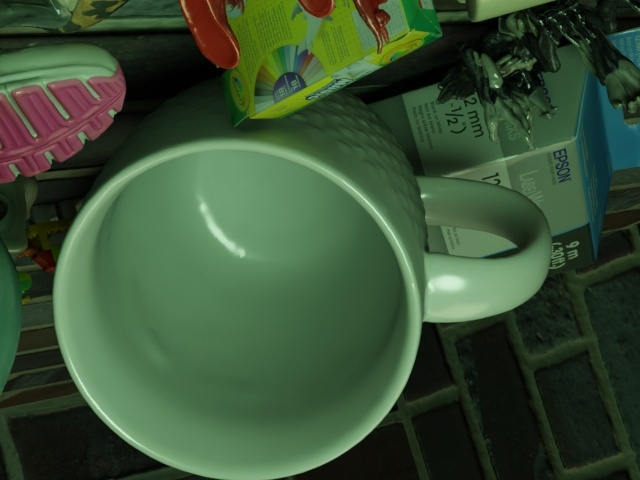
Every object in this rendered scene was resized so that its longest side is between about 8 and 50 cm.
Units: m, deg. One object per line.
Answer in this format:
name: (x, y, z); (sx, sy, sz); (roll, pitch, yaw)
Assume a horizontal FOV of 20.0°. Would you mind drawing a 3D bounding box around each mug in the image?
mug: (0.000, 0.000, 1.476); (0.374, 0.276, 0.328); (2, -159, 5)

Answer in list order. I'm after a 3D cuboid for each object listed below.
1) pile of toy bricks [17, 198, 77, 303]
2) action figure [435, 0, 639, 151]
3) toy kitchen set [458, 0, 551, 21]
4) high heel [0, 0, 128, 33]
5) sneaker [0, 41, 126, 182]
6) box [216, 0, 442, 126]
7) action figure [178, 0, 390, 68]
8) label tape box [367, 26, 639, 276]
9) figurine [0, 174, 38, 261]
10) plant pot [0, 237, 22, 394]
pile of toy bricks: (-0.335, 0.037, 1.801); (0.212, 0.105, 0.118); (-11, 170, -31)
action figure: (0.195, -0.152, 1.556); (0.164, 0.141, 0.276); (-27, 172, -13)
toy kitchen set: (0.116, -0.245, 1.094); (0.122, 0.166, 0.207); (-16, -152, -4)
high heel: (-0.088, -0.194, 1.017); (0.261, 0.093, 0.186); (-27, -178, 24)
sneaker: (-0.247, -0.100, 1.111); (0.252, 0.111, 0.103); (-6, 153, -5)
box: (-0.006, -0.154, 1.265); (0.179, 0.105, 0.043); (-23, 166, 37)
action figure: (0.022, -0.148, 1.006); (0.091, 0.139, 0.280); (-24, -159, 26)
label tape box: (0.189, -0.060, 1.780); (0.347, 0.115, 0.249); (-15, 149, 5)
figurine: (-0.362, 0.017, 1.636); (0.214, 0.092, 0.209); (-15, 166, -19)
plant pot: (-0.384, 0.034, 1.283); (0.293, 0.293, 0.196); (-18, 144, 7)
